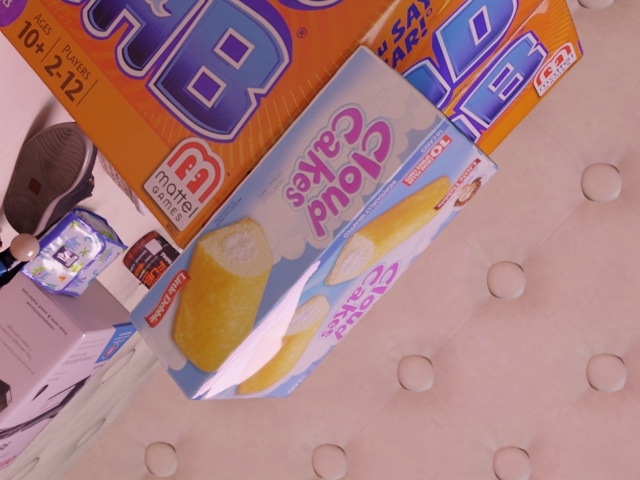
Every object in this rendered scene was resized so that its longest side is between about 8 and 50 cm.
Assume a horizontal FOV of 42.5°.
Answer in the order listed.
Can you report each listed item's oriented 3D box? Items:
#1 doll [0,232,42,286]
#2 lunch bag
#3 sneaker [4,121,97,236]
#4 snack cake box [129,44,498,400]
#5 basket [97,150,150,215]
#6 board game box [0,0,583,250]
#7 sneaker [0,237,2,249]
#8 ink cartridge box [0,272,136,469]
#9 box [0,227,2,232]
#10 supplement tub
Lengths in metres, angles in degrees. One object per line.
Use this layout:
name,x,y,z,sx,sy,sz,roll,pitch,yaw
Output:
doll,-0.444,0.041,1.129,0.189,0.046,0.129,-27,-171,36
lunch bag,-0.406,0.016,1.334,0.129,0.096,0.151,-44,160,1
sneaker,-0.340,-0.101,1.106,0.222,0.083,0.118,-40,-175,41
snack cake box,0.000,0.000,0.627,0.264,0.089,0.152,-48,154,11
basket,-0.253,-0.139,1.287,0.167,0.103,0.113,-44,174,-16
board game box,-0.024,-0.209,0.795,0.356,0.356,0.356,-48,155,10
sneaker,-0.489,0.049,1.007,0.087,0.083,0.221,-46,173,33
ink cartridge box,-0.545,0.243,1.458,0.395,0.166,0.285,-46,174,3
box,-0.453,0.040,0.725,0.300,0.142,0.154,-44,-168,-25
supplement tub,-0.324,0.081,1.784,0.106,0.198,0.106,-47,174,-7
